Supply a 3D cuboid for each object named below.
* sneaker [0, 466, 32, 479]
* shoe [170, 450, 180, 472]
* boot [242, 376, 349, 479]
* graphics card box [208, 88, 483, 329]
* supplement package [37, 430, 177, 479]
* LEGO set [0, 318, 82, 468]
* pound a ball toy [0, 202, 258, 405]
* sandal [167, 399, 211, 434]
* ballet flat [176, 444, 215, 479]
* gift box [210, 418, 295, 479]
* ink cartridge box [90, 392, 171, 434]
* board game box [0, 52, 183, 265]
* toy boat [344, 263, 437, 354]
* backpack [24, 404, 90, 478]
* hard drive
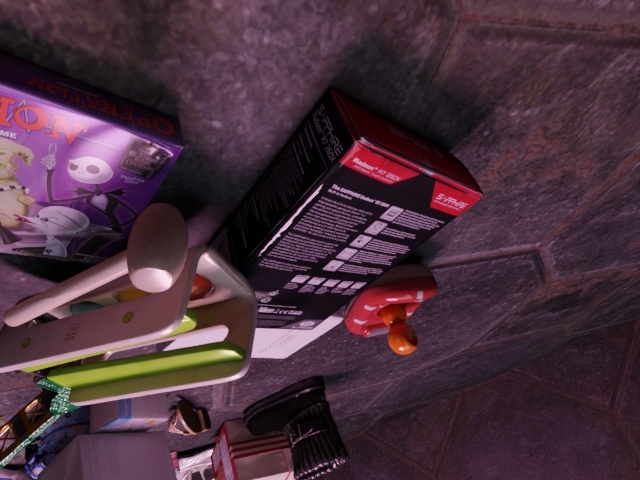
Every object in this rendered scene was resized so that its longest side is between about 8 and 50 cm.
[{"bbox_3d":[-0.858,0.681,1.025,0.127,0.182,0.315,-42,-179,8],"label":"sneaker"},{"bbox_3d":[-0.611,0.847,1.529,0.177,0.081,0.064,-19,148,-6],"label":"shoe"},{"bbox_3d":[-0.091,0.608,1.275,0.347,0.260,0.131,-37,144,25],"label":"boot"},{"bbox_3d":[0.000,0.000,0.567,0.232,0.094,0.371,11,136,-40],"label":"graphics card box"},{"bbox_3d":[-0.419,0.515,0.831,0.149,0.194,0.203,-44,143,12],"label":"supplement package"},{"bbox_3d":[-0.498,0.172,0.539,0.255,0.192,0.331,-48,152,-9],"label":"LEGO set"},{"bbox_3d":[-0.218,0.065,0.451,0.318,0.136,0.208,-16,137,19],"label":"pound a ball toy"},{"bbox_3d":[-0.373,0.499,1.126,0.079,0.088,0.240,-22,153,-7],"label":"sandal"},{"bbox_3d":[-0.484,0.888,1.615,0.399,0.139,0.139,-12,147,-11],"label":"ballet flat"},{"bbox_3d":[-0.220,0.752,1.451,0.257,0.277,0.255,7,127,-30],"label":"gift box"},{"bbox_3d":[-0.404,0.358,0.894,0.092,0.090,0.143,-31,146,18],"label":"ink cartridge box"},{"bbox_3d":[-0.319,-0.073,0.333,0.346,0.056,0.208,13,132,-41],"label":"board game box"},{"bbox_3d":[0.147,0.149,0.814,0.150,0.151,0.231,-6,146,-21],"label":"toy boat"},{"bbox_3d":[-0.538,0.427,0.906,0.173,0.117,0.158,-41,143,26],"label":"backpack"},{"bbox_3d":[-0.126,0.171,0.806,0.203,0.040,0.307,-39,143,28],"label":"hard drive"}]
